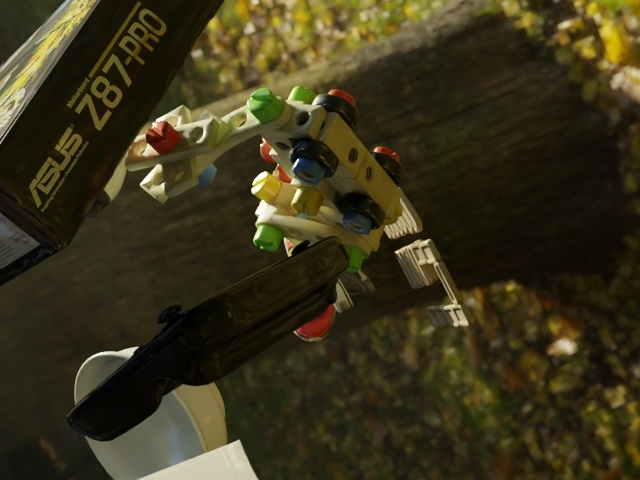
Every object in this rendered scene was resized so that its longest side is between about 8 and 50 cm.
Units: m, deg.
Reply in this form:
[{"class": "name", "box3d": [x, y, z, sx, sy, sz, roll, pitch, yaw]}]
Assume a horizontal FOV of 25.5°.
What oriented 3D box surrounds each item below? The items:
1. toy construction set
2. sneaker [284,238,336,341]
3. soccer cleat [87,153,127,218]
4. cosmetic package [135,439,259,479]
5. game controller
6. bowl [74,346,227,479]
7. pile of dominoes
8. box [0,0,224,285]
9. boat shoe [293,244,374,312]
[{"class": "toy construction set", "box3d": [-0.038, -0.070, 1.465, 0.215, 0.327, 0.151, 7, 79, 37]}, {"class": "sneaker", "box3d": [-0.007, 0.025, 2.311, 0.118, 0.107, 0.279, 114, 153, -82]}, {"class": "soccer cleat", "box3d": [-0.390, -0.112, 1.927, 0.331, 0.143, 0.116, 7, 149, 31]}, {"class": "cosmetic package", "box3d": [-0.170, 0.322, 1.550, 0.127, 0.238, 0.107, -139, 27, -69]}, {"class": "game controller", "box3d": [-0.083, 0.073, 1.153, 0.067, 0.166, 0.319, 61, -157, 2]}, {"class": "bowl", "box3d": [-0.252, 0.285, 2.301, 0.298, 0.134, 0.298, 21, 127, 31]}, {"class": "pile of dominoes", "box3d": [0.141, 0.018, 1.838, 0.196, 0.040, 0.251, 63, 172, 0]}, {"class": "box", "box3d": [-0.252, -0.088, 1.225, 0.097, 0.318, 0.395, 41, 148, -17]}, {"class": "boat shoe", "box3d": [0.000, 0.000, 2.041, 0.219, 0.070, 0.078, 57, 174, 16]}]
